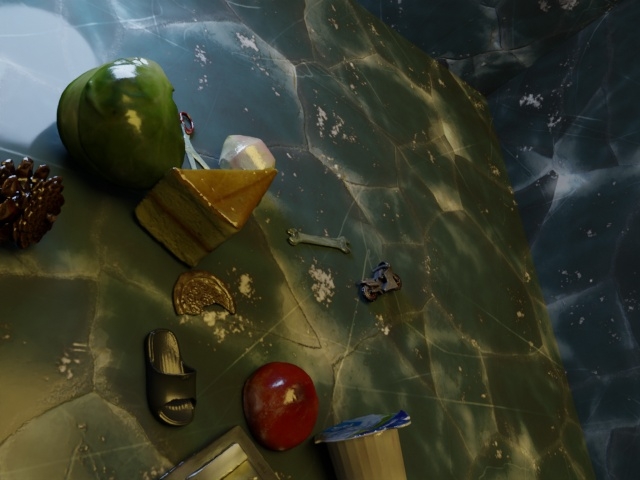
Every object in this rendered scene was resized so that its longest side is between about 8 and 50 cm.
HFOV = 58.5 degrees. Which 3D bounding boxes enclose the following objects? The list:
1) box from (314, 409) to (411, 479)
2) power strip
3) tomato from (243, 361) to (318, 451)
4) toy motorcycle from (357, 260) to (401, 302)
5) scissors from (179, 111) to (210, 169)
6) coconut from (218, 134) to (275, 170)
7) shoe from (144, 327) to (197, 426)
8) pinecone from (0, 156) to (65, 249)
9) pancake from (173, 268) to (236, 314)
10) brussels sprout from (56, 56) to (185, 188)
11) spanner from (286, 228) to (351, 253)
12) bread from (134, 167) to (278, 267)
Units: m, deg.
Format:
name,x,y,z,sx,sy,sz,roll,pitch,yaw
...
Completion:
name,x,y,z,sx,sy,sz,roll,pitch,yaw
box,0.151,0.599,1.556,0.262,0.291,0.206,-6,80,-51
power strip,-0.215,0.591,1.315,0.257,0.092,0.251,-23,73,-49
tomato,-0.090,0.428,1.513,0.200,0.139,0.233,4,63,-37
toy motorcycle,0.215,0.144,2.063,0.215,0.080,0.122,-17,78,-45
scissors,-0.405,-0.281,1.759,0.144,0.017,0.248,-29,88,-50
coconut,-0.239,-0.248,1.794,0.183,0.171,0.171,50,40,-12
shoe,-0.351,0.316,1.358,0.108,0.093,0.241,4,60,-46
pinecone,-0.664,-0.087,1.236,0.207,0.207,0.208,25,49,-33
pancake,-0.316,0.160,1.553,0.184,0.020,0.190,51,40,-9
brussels sprout,-0.502,-0.310,1.475,0.314,0.276,0.371,13,55,-44
spanner,0.000,0.000,1.984,0.302,0.017,0.071,10,57,-42
bread,-0.297,-0.132,1.610,0.245,0.233,0.362,46,36,-12
